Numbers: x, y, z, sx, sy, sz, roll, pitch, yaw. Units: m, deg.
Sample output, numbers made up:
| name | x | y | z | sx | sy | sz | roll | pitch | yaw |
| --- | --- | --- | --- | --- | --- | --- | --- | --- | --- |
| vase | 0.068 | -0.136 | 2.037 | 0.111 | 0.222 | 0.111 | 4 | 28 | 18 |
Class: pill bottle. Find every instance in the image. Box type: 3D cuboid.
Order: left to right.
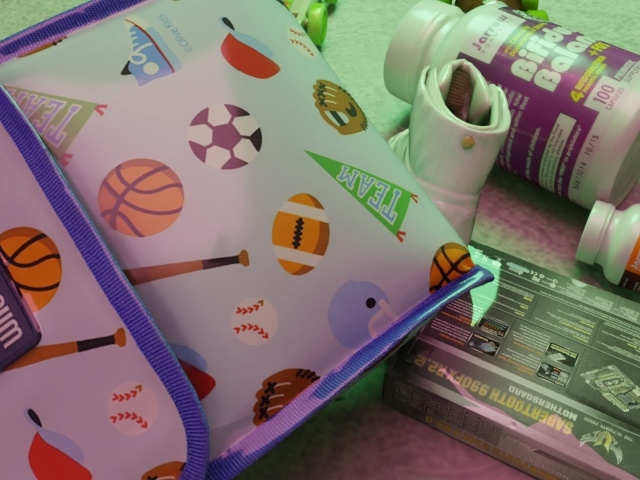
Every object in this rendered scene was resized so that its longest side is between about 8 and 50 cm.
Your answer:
| name | x | y | z | sx | sy | sz | roll | pitch | yaw |
| --- | --- | --- | --- | --- | --- | --- | --- | --- | --- |
| pill bottle | 0.227 | -0.168 | 0.848 | 0.301 | 0.169 | 0.169 | 31 | 55 | 27 |
| pill bottle | 0.335 | 0.015 | 0.728 | 0.152 | 0.086 | 0.086 | 21 | 50 | 21 |

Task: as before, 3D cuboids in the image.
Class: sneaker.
| name | x | y | z | sx | sy | sz | roll | pitch | yaw |
| --- | --- | --- | --- | --- | --- | --- | --- | --- | --- |
| sneaker | 0.123 | -0.098 | 0.735 | 0.108 | 0.169 | 0.292 | 14 | 24 | -5 |

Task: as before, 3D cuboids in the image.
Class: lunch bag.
| name | x | y | z | sx | sy | sz | roll | pitch | yaw |
| --- | --- | --- | --- | --- | --- | --- | --- | --- | --- |
| lunch bag | -0.131 | 0.018 | 0.533 | 0.385 | 0.239 | 0.328 | -31 | 81 | -22 |

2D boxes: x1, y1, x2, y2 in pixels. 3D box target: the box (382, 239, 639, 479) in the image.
| name | x | y | z | sx | sy | sz | roll | pitch | yaw |
| --- | --- | --- | --- | --- | --- | --- | --- | --- | --- |
| box | 0.198 | 0.112 | 0.660 | 0.231 | 0.056 | 0.183 | 22 | 51 | 21 |

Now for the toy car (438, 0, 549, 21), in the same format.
| name | x | y | z | sx | sy | sz | roll | pitch | yaw |
| --- | --- | --- | --- | --- | --- | --- | --- | --- | --- |
| toy car | 0.239 | -0.373 | 1.028 | 0.155 | 0.188 | 0.149 | 0 | 46 | 2 |

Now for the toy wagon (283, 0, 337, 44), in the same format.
| name | x | y | z | sx | sy | sz | roll | pitch | yaw |
| --- | --- | --- | --- | --- | --- | --- | --- | --- | --- |
| toy wagon | -0.105 | -0.386 | 1.134 | 0.267 | 0.068 | 0.344 | 8 | 46 | 8 |
